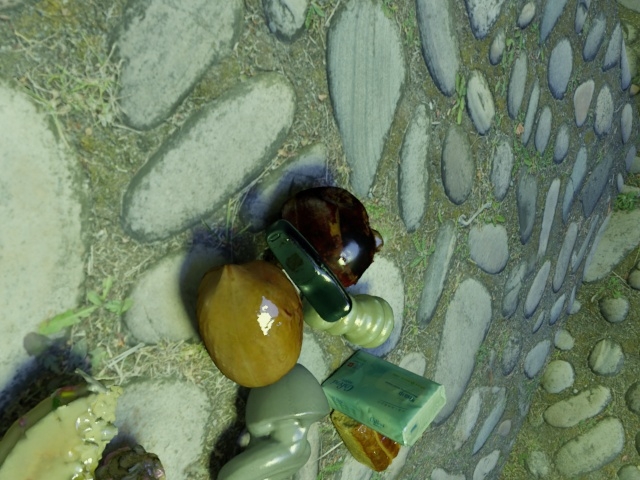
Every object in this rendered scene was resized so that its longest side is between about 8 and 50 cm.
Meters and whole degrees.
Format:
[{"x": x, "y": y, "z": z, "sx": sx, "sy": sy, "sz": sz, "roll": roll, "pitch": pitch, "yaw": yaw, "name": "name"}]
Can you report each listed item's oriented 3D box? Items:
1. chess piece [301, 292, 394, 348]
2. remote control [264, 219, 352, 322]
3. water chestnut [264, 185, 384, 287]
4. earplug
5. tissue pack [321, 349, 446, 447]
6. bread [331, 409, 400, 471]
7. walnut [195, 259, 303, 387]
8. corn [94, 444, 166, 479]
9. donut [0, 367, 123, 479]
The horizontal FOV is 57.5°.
[{"x": 0.054, "y": 0.174, "z": 1.371, "sx": 0.243, "sy": 0.133, "sz": 0.133, "roll": 21, "pitch": 88, "yaw": -46, "name": "chess piece"}, {"x": -0.024, "y": 0.059, "z": 1.076, "sx": 0.222, "sy": 0.072, "sz": 0.042, "roll": 53, "pitch": 22, "yaw": -11, "name": "remote control"}, {"x": 0.000, "y": 0.000, "z": 1.196, "sx": 0.223, "sy": 0.238, "sz": 0.223, "roll": 57, "pitch": 20, "yaw": -34, "name": "water chestnut"}, {"x": -0.105, "y": 0.419, "z": 1.261, "sx": 0.214, "sy": 0.175, "sz": 0.325, "roll": 16, "pitch": 102, "yaw": -54, "name": "earplug"}, {"x": 0.154, "y": 0.382, "z": 1.450, "sx": 0.177, "sy": 0.263, "sz": 0.089, "roll": -37, "pitch": 126, "yaw": -35, "name": "tissue pack"}, {"x": 0.152, "y": 0.510, "z": 1.616, "sx": 0.185, "sy": 0.114, "sz": 0.274, "roll": -47, "pitch": 137, "yaw": -25, "name": "bread"}, {"x": -0.126, "y": 0.144, "z": 1.081, "sx": 0.203, "sy": 0.203, "sz": 0.298, "roll": -43, "pitch": 145, "yaw": -29, "name": "walnut"}, {"x": -0.334, "y": 0.524, "z": 1.071, "sx": 0.127, "sy": 0.127, "sz": 0.335, "roll": -26, "pitch": 127, "yaw": -40, "name": "corn"}, {"x": -0.334, "y": 0.413, "z": 0.876, "sx": 0.307, "sy": 0.150, "sz": 0.371, "roll": -42, "pitch": 90, "yaw": -8, "name": "donut"}]
